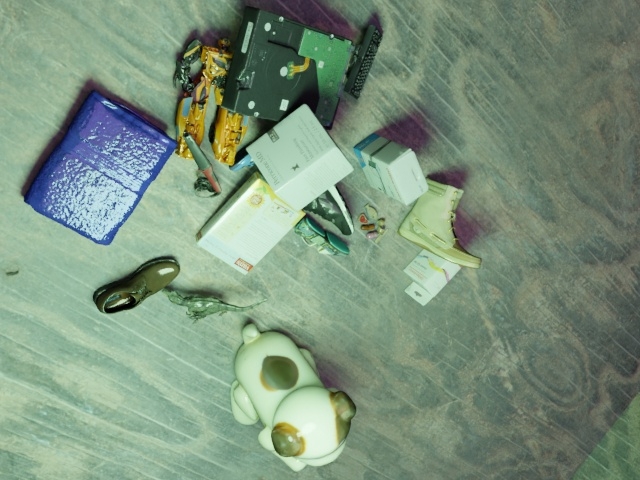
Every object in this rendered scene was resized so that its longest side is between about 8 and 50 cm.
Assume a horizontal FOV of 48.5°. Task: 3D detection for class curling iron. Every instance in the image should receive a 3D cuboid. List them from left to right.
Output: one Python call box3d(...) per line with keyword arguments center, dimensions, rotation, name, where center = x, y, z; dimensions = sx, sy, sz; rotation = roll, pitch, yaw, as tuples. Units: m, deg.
box3d(center=(-0.284, -0.169, 1.675), dimensions=(0.068, 0.035, 0.274), rotation=(-9, 157, -2), name="curling iron")

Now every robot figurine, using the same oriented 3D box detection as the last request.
box3d(center=(-0.247, -0.332, 1.687), dimensions=(0.211, 0.085, 0.291), rotation=(4, 109, -30), name="robot figurine")

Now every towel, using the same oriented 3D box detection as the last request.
box3d(center=(-0.505, -0.163, 1.636), dimensions=(0.227, 0.076, 0.308), rotation=(33, 94, -27), name="towel")

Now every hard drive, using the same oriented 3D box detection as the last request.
box3d(center=(-0.070, -0.402, 1.703), dimensions=(0.338, 0.064, 0.237), rotation=(0, 112, -47), name="hard drive")

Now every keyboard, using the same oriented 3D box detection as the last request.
box3d(center=(0.109, -0.457, 1.819), dimensions=(0.108, 0.023, 0.180), rotation=(16, 96, -62), name="keyboard")

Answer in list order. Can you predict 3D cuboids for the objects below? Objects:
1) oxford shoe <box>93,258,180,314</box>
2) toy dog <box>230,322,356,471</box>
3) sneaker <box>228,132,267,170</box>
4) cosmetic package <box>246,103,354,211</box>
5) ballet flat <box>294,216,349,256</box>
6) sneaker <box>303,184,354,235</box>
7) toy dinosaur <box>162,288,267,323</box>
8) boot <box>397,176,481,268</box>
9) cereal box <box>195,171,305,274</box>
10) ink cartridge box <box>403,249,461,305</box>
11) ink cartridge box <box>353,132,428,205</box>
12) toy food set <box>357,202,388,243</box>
box3d(center=(-0.445, 0.123, 1.769), dimensions=(0.227, 0.096, 0.083), rotation=(-31, 120, -15), name="oxford shoe")
box3d(center=(-0.058, 0.428, 1.910), dimensions=(0.284, 0.408, 0.396), rotation=(-19, 118, -20), name="toy dog")
box3d(center=(-0.165, -0.212, 1.799), dimensions=(0.144, 0.053, 0.059), rotation=(-35, 124, -9), name="sneaker")
box3d(center=(-0.048, -0.197, 1.725), dimensions=(0.183, 0.151, 0.151), rotation=(-37, 155, 6), name="cosmetic package")
box3d(center=(0.000, 0.000, 1.978), dimensions=(0.188, 0.070, 0.070), rotation=(37, 91, -32), name="ballet flat")
box3d(center=(-0.010, -0.116, 1.911), dimensions=(0.124, 0.107, 0.283), rotation=(-27, 121, 6), name="sneaker")
box3d(center=(-0.283, 0.175, 1.865), dimensions=(0.268, 0.118, 0.064), rotation=(5, 66, -16), name="toy dinosaur")
box3d(center=(0.377, -0.050, 2.050), dimensions=(0.204, 0.261, 0.095), rotation=(-64, 157, 5), name="boot")
box3d(center=(-0.181, -0.040, 1.835), dimensions=(0.240, 0.047, 0.173), rotation=(-44, 124, 13), name="cereal box")
box3d(center=(0.335, 0.088, 2.148), dimensions=(0.198, 0.115, 0.067), rotation=(-47, 125, -4), name="ink cartridge box")
box3d(center=(0.187, -0.193, 1.908), dimensions=(0.082, 0.190, 0.140), rotation=(-35, 122, -11), name="ink cartridge box")
box3d(center=(0.150, -0.043, 2.054), dimensions=(0.078, 0.019, 0.122), rotation=(-48, 124, -2), name="toy food set")
